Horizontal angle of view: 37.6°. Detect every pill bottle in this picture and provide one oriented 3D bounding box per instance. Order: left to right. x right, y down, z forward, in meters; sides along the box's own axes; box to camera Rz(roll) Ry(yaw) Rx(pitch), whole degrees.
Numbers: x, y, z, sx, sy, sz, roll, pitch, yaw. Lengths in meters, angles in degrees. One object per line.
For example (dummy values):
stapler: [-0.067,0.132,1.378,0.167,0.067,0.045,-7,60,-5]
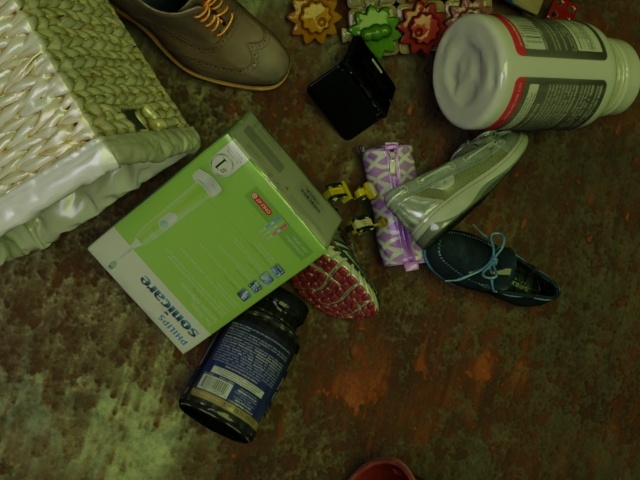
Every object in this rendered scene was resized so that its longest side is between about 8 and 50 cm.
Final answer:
pill bottle: [-0.106,0.176,1.386,0.123,0.123,0.219,34,68,-14]
pill bottle: [0.352,-0.263,1.489,0.318,0.176,0.176,-4,91,-30]

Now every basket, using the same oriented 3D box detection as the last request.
basket: [-0.383,-0.136,1.172,0.331,0.328,0.266,-31,92,14]

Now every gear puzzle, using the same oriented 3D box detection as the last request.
gear puzzle: [0.114,-0.374,1.474,0.339,0.044,0.175,-7,107,-8]

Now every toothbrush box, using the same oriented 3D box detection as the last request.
toothbrush box: [-0.146,-0.009,1.315,0.283,0.122,0.206,-37,101,23]

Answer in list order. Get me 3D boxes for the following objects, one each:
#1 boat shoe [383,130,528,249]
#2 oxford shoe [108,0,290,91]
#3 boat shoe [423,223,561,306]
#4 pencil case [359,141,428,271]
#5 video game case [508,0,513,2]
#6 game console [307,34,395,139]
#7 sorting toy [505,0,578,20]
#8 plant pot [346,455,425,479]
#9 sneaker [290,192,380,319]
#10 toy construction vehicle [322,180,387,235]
boat shoe: [0.220,-0.103,1.459,0.103,0.118,0.320,45,52,7]
oxford shoe: [-0.178,-0.316,1.345,0.364,0.133,0.130,25,86,-32]
boat shoe: [0.282,0.036,1.498,0.258,0.089,0.109,16,77,-32]
pencil case: [0.122,-0.057,1.482,0.086,0.088,0.206,-12,94,-14]
video game case: [0.289,-0.485,1.521,0.166,0.015,0.119,42,79,-12]
game console: [0.051,-0.240,1.480,0.122,0.071,0.107,49,46,-35]
sorting toy: [0.326,-0.454,1.564,0.274,0.046,0.132,23,83,-14]
plant pot: [0.168,0.499,1.416,0.265,0.272,0.272,27,82,-23]
sneaker: [0.000,0.000,1.436,0.299,0.121,0.112,53,46,-18]
toy construction vehicle: [0.052,-0.049,1.424,0.098,0.035,0.086,-14,73,-44]
